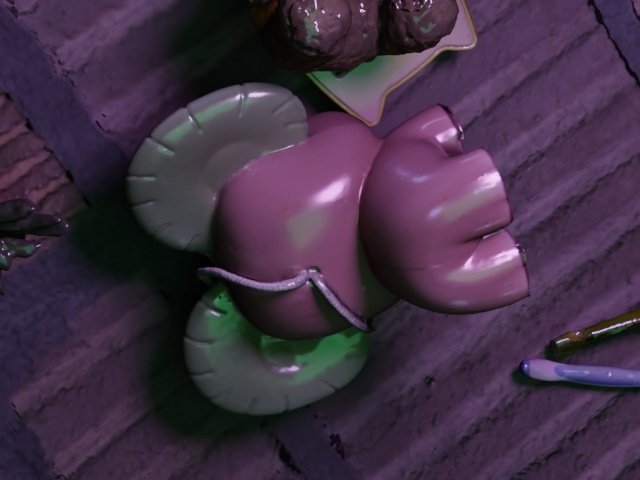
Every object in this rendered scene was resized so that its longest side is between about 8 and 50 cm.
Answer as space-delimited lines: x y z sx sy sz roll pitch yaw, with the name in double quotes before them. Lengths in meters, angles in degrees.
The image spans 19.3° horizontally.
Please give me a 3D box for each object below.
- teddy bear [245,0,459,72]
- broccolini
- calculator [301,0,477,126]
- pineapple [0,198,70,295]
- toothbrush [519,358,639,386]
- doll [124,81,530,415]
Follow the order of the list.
"teddy bear" -0.005 -0.222 1.457 0.177 0.140 0.190 -17 93 -36
"broccolini" 0.323 0.063 1.694 0.254 0.071 0.057 -15 146 -7
"calculator" 0.016 -0.220 1.536 0.157 0.033 0.236 -37 106 -6
"pineapple" -0.361 -0.020 1.391 0.340 0.169 0.169 -5 102 -18
"toothbrush" 0.300 0.124 1.694 0.269 0.027 0.021 6 64 -19
"doll" 0.000 0.000 1.477 0.268 0.216 0.284 -22 115 -6
